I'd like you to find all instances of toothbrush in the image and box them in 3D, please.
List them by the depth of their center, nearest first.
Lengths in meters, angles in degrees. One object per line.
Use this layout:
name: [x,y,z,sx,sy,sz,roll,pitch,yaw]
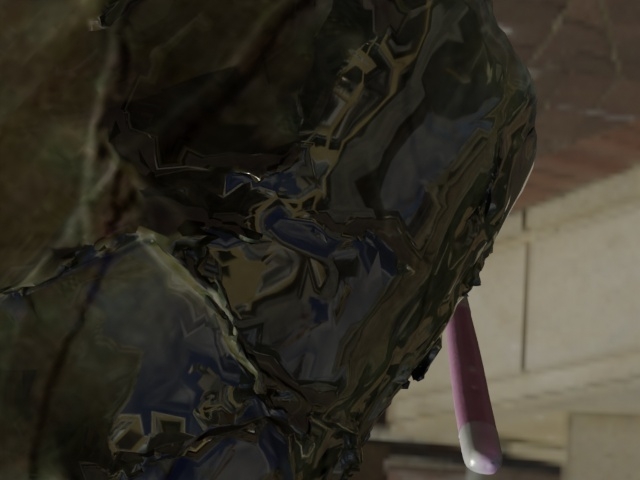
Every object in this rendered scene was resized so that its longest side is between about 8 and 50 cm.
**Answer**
toothbrush: [0.078,0.053,0.890,0.020,0.025,0.286,13,-157,-5]

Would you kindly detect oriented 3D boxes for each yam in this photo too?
yam: [-0.105,0.023,0.426,0.241,0.348,0.241,30,169,7]
